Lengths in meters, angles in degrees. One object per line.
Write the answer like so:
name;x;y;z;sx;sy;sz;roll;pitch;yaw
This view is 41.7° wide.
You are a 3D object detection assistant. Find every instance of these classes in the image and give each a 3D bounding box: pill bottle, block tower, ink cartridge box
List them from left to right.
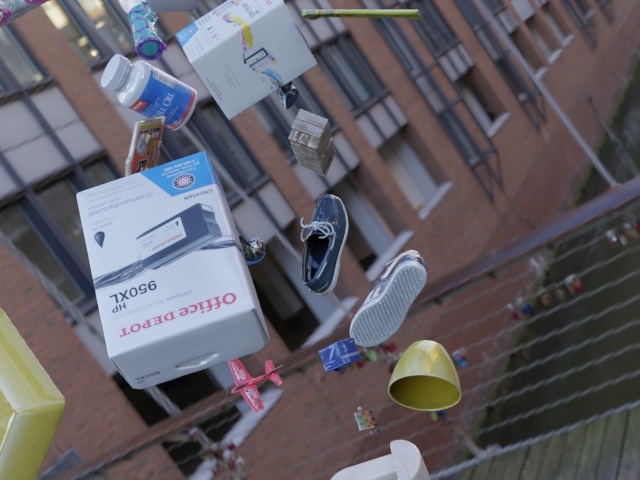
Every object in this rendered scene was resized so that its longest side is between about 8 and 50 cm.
pill bottle;-0.434;-0.377;2.123;0.124;0.221;0.124;-33;44;40
ink cartridge box;-0.294;0.054;1.667;0.285;0.395;0.166;-19;-32;-4
ink cartridge box;-0.160;-0.418;1.827;0.233;0.168;0.171;-32;39;2
block tower;-0.022;-0.284;2.501;0.335;0.097;0.091;62;-128;-78

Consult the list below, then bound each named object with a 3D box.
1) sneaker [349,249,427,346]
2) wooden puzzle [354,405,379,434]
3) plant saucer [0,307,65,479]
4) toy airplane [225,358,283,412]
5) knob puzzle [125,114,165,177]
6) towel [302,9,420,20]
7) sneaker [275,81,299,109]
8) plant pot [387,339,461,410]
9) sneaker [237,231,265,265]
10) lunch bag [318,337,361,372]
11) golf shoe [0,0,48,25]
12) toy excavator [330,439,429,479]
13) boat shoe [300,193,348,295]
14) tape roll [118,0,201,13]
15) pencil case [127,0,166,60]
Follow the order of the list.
sneaker;0.199;0.164;2.389;0.321;0.126;0.127;-53;11;28
wooden puzzle;0.116;0.459;2.143;0.049;0.083;0.006;-5;-39;-22
plant saucer;-0.724;0.373;1.871;0.081;0.333;0.333;-5;-49;-49
toy airplane;-0.157;0.335;2.016;0.151;0.151;0.028;-37;-21;-18
knob puzzle;-0.408;-0.190;1.975;0.213;0.030;0.213;16;-90;-85
towel;0.084;-0.463;1.726;0.237;0.021;0.102;2;15;10
sneaker;-0.096;-0.389;2.148;0.052;0.058;0.135;-46;-24;-15
plant pot;0.196;0.244;1.567;0.134;0.134;0.095;-30;37;38
sneaker;-0.183;0.015;1.924;0.067;0.078;0.188;14;14;27
lunch bag;0.046;0.285;2.049;0.067;0.065;0.098;-6;-20;-46
golf shoe;-0.838;-0.670;2.310;0.306;0.115;0.140;-34;17;-18
toy excavator;-0.018;0.611;1.792;0.433;0.222;0.445;-5;36;27
boat shoe;0.000;0.000;1.953;0.095;0.079;0.254;-2;65;33
tape roll;-0.424;-0.710;2.170;0.169;0.246;0.246;-17;-5;-33
pencil case;-0.397;-0.478;1.921;0.070;0.151;0.064;-8;-40;-15
